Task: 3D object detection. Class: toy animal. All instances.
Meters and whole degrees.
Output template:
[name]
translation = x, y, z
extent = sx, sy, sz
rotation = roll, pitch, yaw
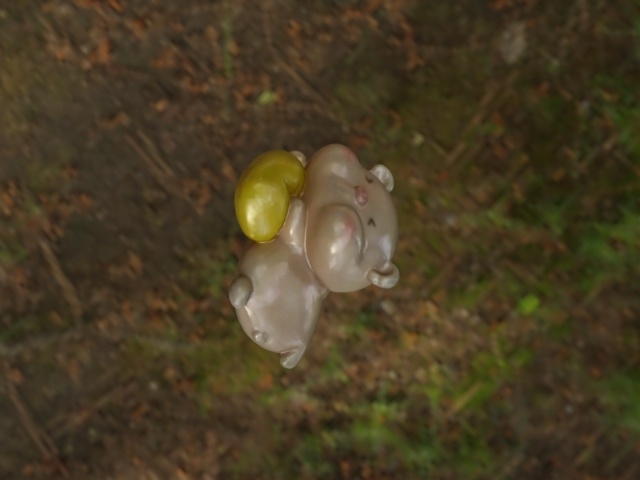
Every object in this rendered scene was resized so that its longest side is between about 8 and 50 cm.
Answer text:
[toy animal]
translation = 0.000, 0.000, 1.003
extent = 0.091, 0.082, 0.114
rotation = 66, 33, -54
